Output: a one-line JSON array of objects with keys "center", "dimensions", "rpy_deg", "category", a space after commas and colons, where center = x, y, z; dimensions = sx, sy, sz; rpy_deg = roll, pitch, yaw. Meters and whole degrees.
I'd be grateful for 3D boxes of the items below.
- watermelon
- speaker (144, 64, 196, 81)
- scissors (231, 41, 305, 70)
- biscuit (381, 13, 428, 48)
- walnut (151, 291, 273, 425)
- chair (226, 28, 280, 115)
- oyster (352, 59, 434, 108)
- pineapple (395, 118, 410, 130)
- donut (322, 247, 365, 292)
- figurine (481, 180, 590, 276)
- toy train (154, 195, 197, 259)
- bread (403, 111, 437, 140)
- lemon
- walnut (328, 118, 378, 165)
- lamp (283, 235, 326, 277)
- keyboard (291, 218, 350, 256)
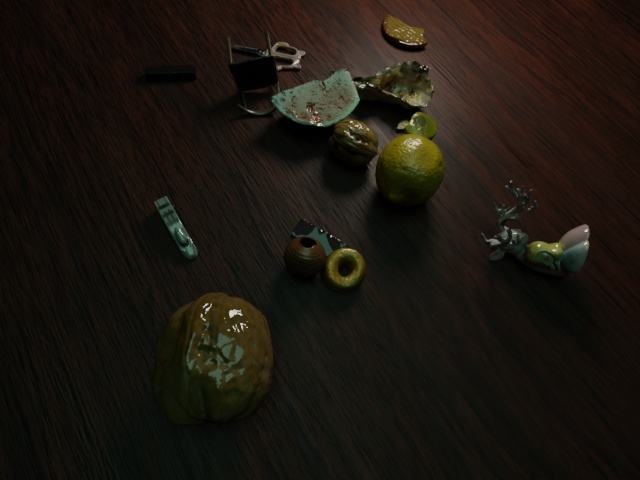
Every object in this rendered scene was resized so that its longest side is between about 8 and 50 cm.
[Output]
[{"center": [-0.022, -0.514, 1.493], "dimensions": [0.305, 0.180, 0.224], "rpy_deg": [-21, 41, -3], "category": "watermelon"}, {"center": [-0.596, -0.666, 1.598], "dimensions": [0.191, 0.040, 0.046], "rpy_deg": [-4, 64, -6], "category": "speaker"}, {"center": [-0.228, -0.787, 1.689], "dimensions": [0.318, 0.024, 0.160], "rpy_deg": [12, 67, 1], "category": "scissors"}, {"center": [0.368, -0.935, 1.795], "dimensions": [0.176, 0.031, 0.228], "rpy_deg": [-16, 66, -12], "category": "biscuit"}, {"center": [-0.275, 0.300, 1.055], "dimensions": [0.306, 0.306, 0.343], "rpy_deg": [0, 59, -4], "category": "walnut"}, {"center": [-0.247, -0.637, 1.534], "dimensions": [0.188, 0.166, 0.272], "rpy_deg": [-12, 70, 2], "category": "chair"}, {"center": [0.271, -0.595, 1.580], "dimensions": [0.337, 0.133, 0.197], "rpy_deg": [-1, 68, -2], "category": "oyster"}, {"center": [0.334, -0.454, 1.582], "dimensions": [0.083, 0.019, 0.045], "rpy_deg": [-8, 72, -8], "category": "pineapple"}, {"center": [0.078, 0.090, 1.289], "dimensions": [0.152, 0.058, 0.151], "rpy_deg": [2, 73, -8], "category": "donut"}, {"center": [0.678, -0.023, 1.285], "dimensions": [0.316, 0.284, 0.206], "rpy_deg": [9, 63, 13], "category": "figurine"}, {"center": [-0.471, -0.038, 1.317], "dimensions": [0.052, 0.051, 0.233], "rpy_deg": [-30, 71, -12], "category": "toy train"}, {"center": [0.371, -0.402, 1.508], "dimensions": [0.111, 0.114, 0.129], "rpy_deg": [38, 68, 11], "category": "bread"}, {"center": [0.302, -0.230, 1.366], "dimensions": [0.229, 0.228, 0.253], "rpy_deg": [11, 72, 1], "category": "lemon"}, {"center": [0.125, -0.350, 1.451], "dimensions": [0.184, 0.155, 0.155], "rpy_deg": [30, 67, 10], "category": "walnut"}, {"center": [-0.049, 0.053, 1.264], "dimensions": [0.137, 0.136, 0.136], "rpy_deg": [2, 66, -3], "category": "lamp"}, {"center": [0.000, 0.001, 1.355], "dimensions": [0.197, 0.015, 0.074], "rpy_deg": [31, 71, 10], "category": "keyboard"}]
